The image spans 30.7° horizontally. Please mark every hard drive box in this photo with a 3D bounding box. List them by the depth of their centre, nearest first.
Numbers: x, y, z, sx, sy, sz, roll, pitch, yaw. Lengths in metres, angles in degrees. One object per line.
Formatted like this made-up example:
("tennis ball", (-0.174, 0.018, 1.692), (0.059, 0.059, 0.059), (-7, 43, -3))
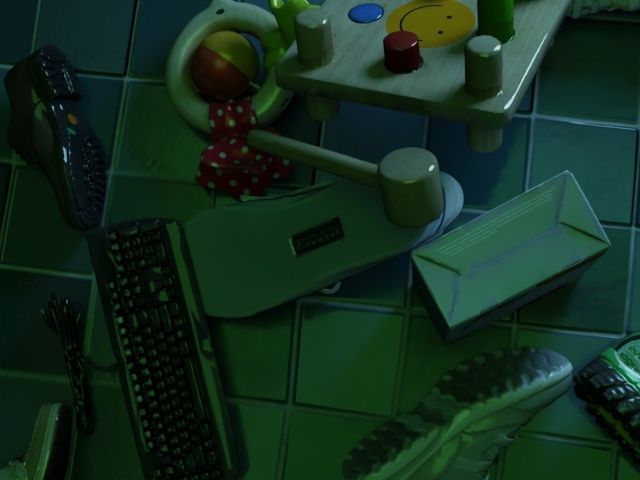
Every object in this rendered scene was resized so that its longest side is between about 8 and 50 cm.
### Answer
("hard drive box", (0.194, 0.026, 1.246), (0.181, 0.232, 0.089), (-27, 80, 1))

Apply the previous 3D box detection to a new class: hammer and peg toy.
("hammer and peg toy", (0.086, -0.188, 1.200), (0.265, 0.127, 0.361), (14, 48, 22))

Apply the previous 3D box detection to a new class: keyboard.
("keyboard", (-0.218, 0.141, 1.343), (0.201, 0.033, 0.317), (-15, 87, 16))

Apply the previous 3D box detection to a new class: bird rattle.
("bird rattle", (-0.090, -0.183, 1.388), (0.207, 0.143, 0.254), (33, 98, 21))

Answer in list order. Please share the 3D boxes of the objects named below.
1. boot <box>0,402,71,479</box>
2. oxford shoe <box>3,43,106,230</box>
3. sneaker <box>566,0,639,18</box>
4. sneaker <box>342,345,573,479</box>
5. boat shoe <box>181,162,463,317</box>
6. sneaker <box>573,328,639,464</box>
("boot", (-0.384, 0.275, 1.338), (0.165, 0.077, 0.213), (14, 85, 9))
("oxford shoe", (-0.322, -0.112, 1.404), (0.096, 0.083, 0.227), (-22, 78, 21))
("sneaker", (0.353, -0.289, 1.340), (0.319, 0.127, 0.208), (-38, 80, 1))
("sneaker", (0.163, 0.219, 1.303), (0.281, 0.105, 0.115), (-31, 113, -4))
("boat shoe", (-0.001, -0.009, 1.325), (0.367, 0.156, 0.136), (-21, 83, 31))
("sneaker", (0.438, 0.230, 1.241), (0.146, 0.134, 0.343), (-40, 83, -10))
